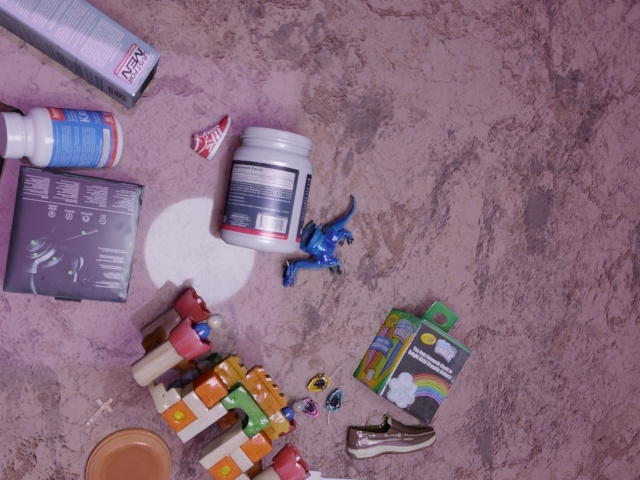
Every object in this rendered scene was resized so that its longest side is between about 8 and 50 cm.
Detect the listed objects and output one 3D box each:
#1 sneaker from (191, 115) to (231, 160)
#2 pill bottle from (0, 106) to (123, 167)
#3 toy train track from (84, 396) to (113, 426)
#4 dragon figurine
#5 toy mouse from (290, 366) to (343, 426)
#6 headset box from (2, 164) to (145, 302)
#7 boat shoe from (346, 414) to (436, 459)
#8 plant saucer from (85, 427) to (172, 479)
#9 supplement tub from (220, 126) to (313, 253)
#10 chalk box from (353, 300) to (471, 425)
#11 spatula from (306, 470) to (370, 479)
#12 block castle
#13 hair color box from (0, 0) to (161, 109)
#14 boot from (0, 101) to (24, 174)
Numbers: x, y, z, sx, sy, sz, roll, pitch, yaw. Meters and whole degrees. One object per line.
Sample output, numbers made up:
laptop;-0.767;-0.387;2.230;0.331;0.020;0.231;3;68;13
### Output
sneaker;-0.263;-0.257;1.360;0.067;0.042;0.118;29;87;-22
pill bottle;-0.541;-0.214;1.189;0.222;0.124;0.124;-6;97;-42
toy train track;-0.521;0.405;1.342;0.048;0.014;0.083;45;80;-17
dragon figurine;0.000;0.000;1.449;0.144;0.085;0.289;22;89;-20
toy mouse;0.002;0.427;1.514;0.161;0.031;0.143;-23;101;-16
headset box;-0.530;-0.003;1.242;0.247;0.131;0.282;7;92;-20
boat shoe;0.197;0.527;1.559;0.258;0.095;0.095;-5;90;-18
plant saucer;-0.456;0.551;1.364;0.200;0.037;0.199;-1;95;-19
supplement tub;-0.123;-0.114;1.341;0.191;0.191;0.272;10;91;-19
chalk box;0.256;0.300;1.516;0.180;0.179;0.288;35;82;-17
spatula;0.017;0.715;1.554;0.242;0.019;0.168;13;85;-20
block castle;-0.202;0.338;1.292;0.213;0.303;0.453;-35;104;-3
hair color box;-0.527;-0.435;1.178;0.375;0.185;0.113;33;83;-19
boot;-0.741;-0.156;1.187;0.115;0.112;0.305;23;83;0
